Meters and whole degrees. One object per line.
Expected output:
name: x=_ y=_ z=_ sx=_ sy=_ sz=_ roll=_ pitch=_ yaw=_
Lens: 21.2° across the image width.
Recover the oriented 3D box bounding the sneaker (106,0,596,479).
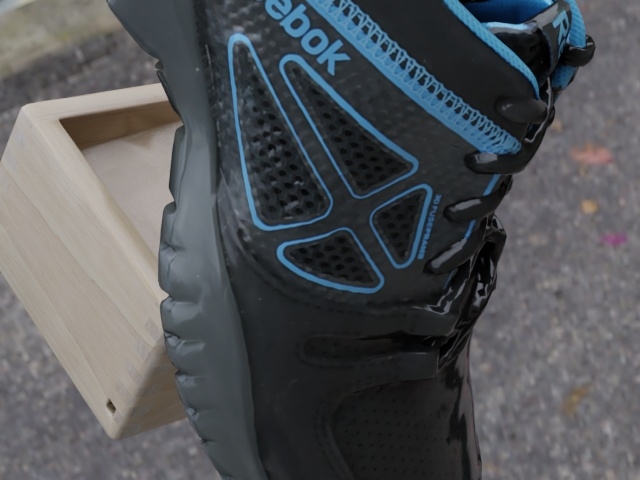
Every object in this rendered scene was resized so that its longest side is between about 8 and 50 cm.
sneaker: x=0.020 y=-0.021 z=0.568 sx=0.139 sy=0.341 sz=0.125 roll=-1 pitch=33 yaw=22

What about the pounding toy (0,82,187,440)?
pounding toy: x=-0.022 y=0.029 z=0.769 sx=0.181 sy=0.094 sz=0.206 roll=-14 pitch=56 yaw=-40
